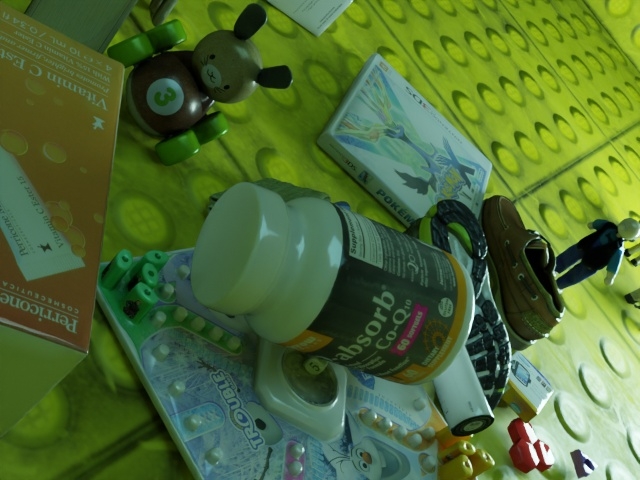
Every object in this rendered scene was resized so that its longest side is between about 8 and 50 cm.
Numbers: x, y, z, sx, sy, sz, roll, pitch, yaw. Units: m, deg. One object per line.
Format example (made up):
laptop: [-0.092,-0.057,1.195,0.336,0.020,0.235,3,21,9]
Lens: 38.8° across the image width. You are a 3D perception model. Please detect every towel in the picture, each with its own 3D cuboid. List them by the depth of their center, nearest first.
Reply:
towel: [-0.063,-0.046,1.140,0.110,0.027,0.148,17,23,25]

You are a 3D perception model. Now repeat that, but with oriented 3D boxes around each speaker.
speaker: [0.160,0.163,1.095,0.055,0.055,0.136,16,43,-39]

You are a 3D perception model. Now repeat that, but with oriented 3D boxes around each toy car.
toy car: [-0.126,-0.199,1.083,0.155,0.188,0.149,65,32,-15]

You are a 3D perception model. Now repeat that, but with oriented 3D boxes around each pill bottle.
pill bottle: [0.015,0.047,0.964,0.278,0.162,0.162,21,44,-31]

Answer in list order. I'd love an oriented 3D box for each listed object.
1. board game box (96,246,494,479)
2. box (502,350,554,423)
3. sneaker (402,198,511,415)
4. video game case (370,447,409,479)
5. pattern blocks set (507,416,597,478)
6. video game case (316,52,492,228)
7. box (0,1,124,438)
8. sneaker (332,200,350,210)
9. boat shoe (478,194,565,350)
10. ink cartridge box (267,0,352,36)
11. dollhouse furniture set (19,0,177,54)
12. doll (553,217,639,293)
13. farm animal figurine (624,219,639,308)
board game box: [-0.012,0.151,1.016,0.390,0.050,0.390,-10,62,-52]
box: [0.292,0.208,1.316,0.081,0.028,0.136,48,22,12]
sneaker: [0.172,0.102,1.234,0.111,0.121,0.300,1,76,-29]
video game case: [0.107,0.325,1.032,0.157,0.019,0.143,55,35,6]
pattern blocks set: [0.352,0.417,1.209,0.285,0.026,0.325,31,38,-24]
video game case: [0.154,-0.143,1.509,0.300,0.036,0.329,42,36,-11]
box: [-0.314,-0.040,0.779,0.215,0.168,0.345,25,42,-31]
sneaker: [0.000,0.000,1.098,0.059,0.053,0.144,47,42,3]
boat shoe: [0.333,0.033,1.481,0.110,0.104,0.307,25,41,-30]
ink cartridge box: [-0.063,-0.484,1.533,0.237,0.100,0.172,31,39,-27]
dollhouse furniture set: [-0.291,-0.336,1.152,0.212,0.161,0.242,31,16,-25]
doll: [0.474,0.024,1.570,0.046,0.189,0.129,21,43,-34]
farm animal figurine: [0.735,0.084,1.816,0.327,0.172,0.330,-19,73,-53]
